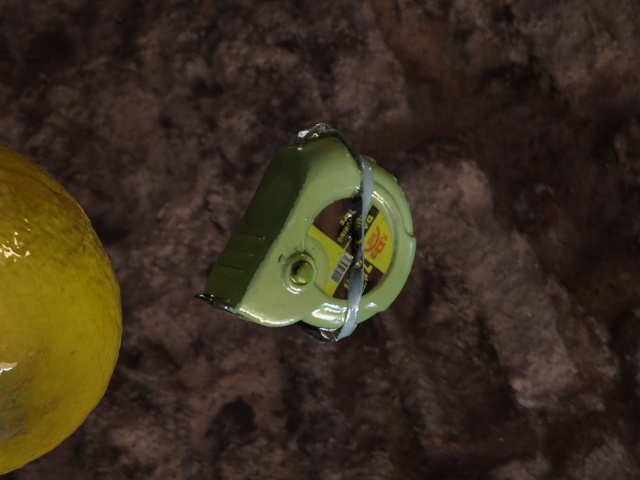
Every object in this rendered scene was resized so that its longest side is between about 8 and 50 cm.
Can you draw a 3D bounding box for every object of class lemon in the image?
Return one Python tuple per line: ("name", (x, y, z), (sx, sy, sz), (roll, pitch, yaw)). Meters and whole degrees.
("lemon", (-0.304, 0.055, 0.861), (0.297, 0.297, 0.297), (-10, -114, 23))

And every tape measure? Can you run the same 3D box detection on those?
("tape measure", (0.000, 0.000, 0.991), (0.106, 0.175, 0.199), (6, -111, 57))
